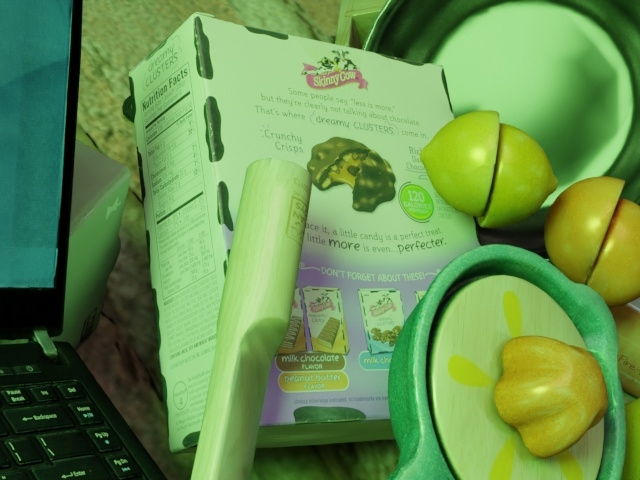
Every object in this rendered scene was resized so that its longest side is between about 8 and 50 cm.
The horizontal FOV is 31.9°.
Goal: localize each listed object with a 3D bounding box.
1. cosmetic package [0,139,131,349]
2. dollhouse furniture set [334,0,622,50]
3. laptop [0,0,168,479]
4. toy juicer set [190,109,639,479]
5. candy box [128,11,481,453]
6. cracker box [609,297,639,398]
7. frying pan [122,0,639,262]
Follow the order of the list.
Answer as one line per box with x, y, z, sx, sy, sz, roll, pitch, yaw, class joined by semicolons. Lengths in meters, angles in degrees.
-0.220;-0.024;0.537;0.238;0.127;0.107;30;46;10;cosmetic package
0.119;-0.137;0.785;0.184;0.129;0.129;-6;45;14;dollhouse furniture set
-0.120;0.014;0.314;0.234;0.136;0.264;2;37;-52;laptop
0.077;0.033;0.498;0.329;0.089;0.209;2;74;-39;toy juicer set
0.000;0.000;0.562;0.165;0.070;0.196;5;68;-38;candy box
0.256;0.015;0.712;0.156;0.067;0.232;32;47;11;cracker box
0.061;-0.060;0.678;0.326;0.053;0.197;-23;84;13;frying pan
